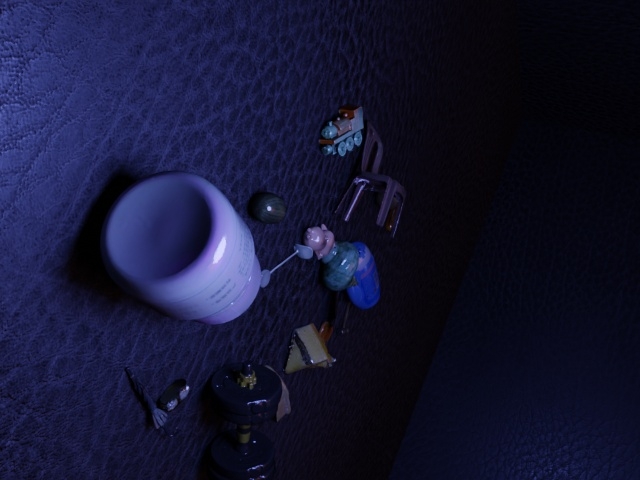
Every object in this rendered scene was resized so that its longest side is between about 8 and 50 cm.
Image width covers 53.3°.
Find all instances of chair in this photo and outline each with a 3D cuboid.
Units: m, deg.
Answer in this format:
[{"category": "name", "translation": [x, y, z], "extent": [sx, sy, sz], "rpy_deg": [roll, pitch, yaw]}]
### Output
[{"category": "chair", "translation": [0.185, -0.198, 2.016], "extent": [0.176, 0.183, 0.326], "rpy_deg": [31, 78, -65]}]

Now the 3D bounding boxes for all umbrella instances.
[{"category": "umbrella", "translation": [-0.375, 0.364, 1.389], "extent": [0.044, 0.044, 0.269], "rpy_deg": [-26, 132, -8]}]

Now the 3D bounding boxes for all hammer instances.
[{"category": "hammer", "translation": [0.106, 0.198, 2.282], "extent": [0.058, 0.029, 0.292], "rpy_deg": [-4, 107, -66]}]

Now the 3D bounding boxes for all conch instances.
[{"category": "conch", "translation": [0.060, 0.077, 1.998], "extent": [0.175, 0.122, 0.188], "rpy_deg": [-86, 175, -56]}]

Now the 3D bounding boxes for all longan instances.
[{"category": "longan", "translation": [0.241, -0.159, 2.265], "extent": [0.106, 0.106, 0.119], "rpy_deg": [-65, -165, -18]}]

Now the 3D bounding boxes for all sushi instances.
[{"category": "sushi", "translation": [-0.329, 0.360, 1.459], "extent": [0.083, 0.044, 0.045], "rpy_deg": [-44, 141, -43]}]

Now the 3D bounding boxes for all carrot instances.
[{"category": "carrot", "translation": [0.291, -0.126, 2.446], "extent": [0.037, 0.037, 0.190], "rpy_deg": [42, 65, -63]}]

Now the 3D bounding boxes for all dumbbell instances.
[{"category": "dumbbell", "translation": [-0.197, 0.480, 1.639], "extent": [0.185, 0.185, 0.388], "rpy_deg": [-31, 131, -55]}]

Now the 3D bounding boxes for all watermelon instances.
[{"category": "watermelon", "translation": [-0.126, -0.079, 1.573], "extent": [0.111, 0.078, 0.078], "rpy_deg": [18, 88, -64]}]

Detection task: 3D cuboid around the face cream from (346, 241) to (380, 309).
[{"category": "face cream", "translation": [0.137, 0.116, 2.199], "extent": [0.149, 0.083, 0.263], "rpy_deg": [-46, 136, -33]}]

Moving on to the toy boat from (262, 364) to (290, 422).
[{"category": "toy boat", "translation": [-0.149, 0.428, 1.789], "extent": [0.061, 0.116, 0.188], "rpy_deg": [-45, 144, -35]}]

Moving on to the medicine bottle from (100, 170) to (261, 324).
[{"category": "medicine bottle", "translation": [-0.244, 0.031, 1.204], "extent": [0.302, 0.241, 0.241], "rpy_deg": [64, 47, -67]}]

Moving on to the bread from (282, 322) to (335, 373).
[{"category": "bread", "translation": [-0.049, 0.341, 2.006], "extent": [0.147, 0.127, 0.152], "rpy_deg": [5, 67, -63]}]

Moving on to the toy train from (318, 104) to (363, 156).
[{"category": "toy train", "translation": [0.058, -0.311, 1.825], "extent": [0.176, 0.074, 0.118], "rpy_deg": [-36, 126, -46]}]

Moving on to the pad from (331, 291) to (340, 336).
[{"category": "pad", "translation": [0.058, 0.216, 2.134], "extent": [0.116, 0.004, 0.193], "rpy_deg": [-77, 178, -57]}]

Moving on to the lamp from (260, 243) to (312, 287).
[{"category": "lamp", "translation": [-0.098, 0.071, 1.755], "extent": [0.198, 0.056, 0.050], "rpy_deg": [-41, 143, -44]}]

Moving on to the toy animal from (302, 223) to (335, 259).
[{"category": "toy animal", "translation": [-0.005, -0.003, 1.876], "extent": [0.083, 0.089, 0.150], "rpy_deg": [-42, 158, 6]}]

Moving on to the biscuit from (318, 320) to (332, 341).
[{"category": "biscuit", "translation": [0.014, 0.314, 2.170], "extent": [0.078, 0.015, 0.091], "rpy_deg": [-65, 153, -13]}]
